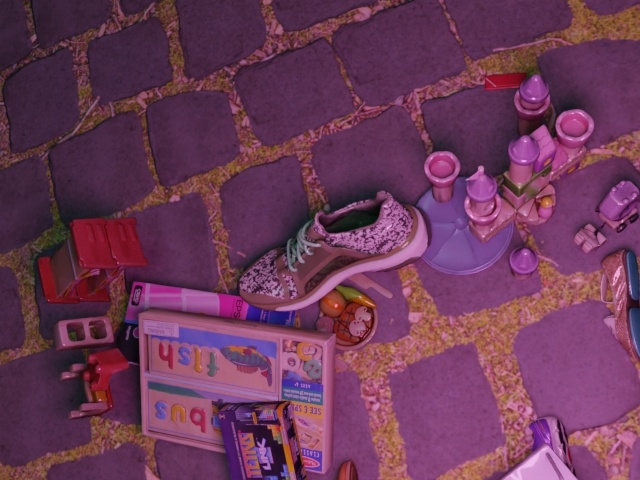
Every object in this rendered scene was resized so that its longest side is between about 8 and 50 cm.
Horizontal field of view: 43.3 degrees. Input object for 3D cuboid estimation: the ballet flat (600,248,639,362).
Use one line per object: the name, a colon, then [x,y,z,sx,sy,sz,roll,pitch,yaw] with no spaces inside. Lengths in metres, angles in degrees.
ballet flat: [0.542,0.120,1.448,0.067,0.073,0.206,-17,65,43]

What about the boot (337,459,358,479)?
boot: [-0.010,0.506,1.520,0.152,0.073,0.197,3,74,23]

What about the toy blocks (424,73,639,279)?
toy blocks: [0.381,-0.121,1.430,0.288,0.260,0.309,-37,67,-7]

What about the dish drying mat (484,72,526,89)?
dish drying mat: [0.378,-0.325,1.647,0.083,0.008,0.032,-2,74,19]

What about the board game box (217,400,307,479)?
board game box: [-0.110,0.393,1.528,0.141,0.048,0.170,-8,99,22]

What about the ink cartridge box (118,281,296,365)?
ink cartridge box: [-0.242,0.197,1.690,0.371,0.069,0.176,7,78,18]

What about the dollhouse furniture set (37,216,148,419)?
dollhouse furniture set: [-0.454,0.159,1.685,0.201,0.152,0.374,-34,66,42]

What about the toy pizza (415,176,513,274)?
toy pizza: [0.278,-0.028,1.587,0.201,0.032,0.201,-5,73,17]

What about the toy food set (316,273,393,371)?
toy food set: [0.049,0.155,1.611,0.132,0.038,0.192,30,86,23]

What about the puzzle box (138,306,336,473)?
puzzle box: [-0.170,0.289,1.583,0.409,0.052,0.272,5,104,20]

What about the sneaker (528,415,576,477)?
sneaker: [0.406,0.399,1.420,0.071,0.068,0.170,-19,61,29]

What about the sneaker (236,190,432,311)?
sneaker: [0.000,0.000,1.575,0.410,0.182,0.158,-24,51,14]

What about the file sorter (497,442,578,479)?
file sorter: [0.387,0.510,1.278,0.193,0.173,0.278,-40,89,6]
